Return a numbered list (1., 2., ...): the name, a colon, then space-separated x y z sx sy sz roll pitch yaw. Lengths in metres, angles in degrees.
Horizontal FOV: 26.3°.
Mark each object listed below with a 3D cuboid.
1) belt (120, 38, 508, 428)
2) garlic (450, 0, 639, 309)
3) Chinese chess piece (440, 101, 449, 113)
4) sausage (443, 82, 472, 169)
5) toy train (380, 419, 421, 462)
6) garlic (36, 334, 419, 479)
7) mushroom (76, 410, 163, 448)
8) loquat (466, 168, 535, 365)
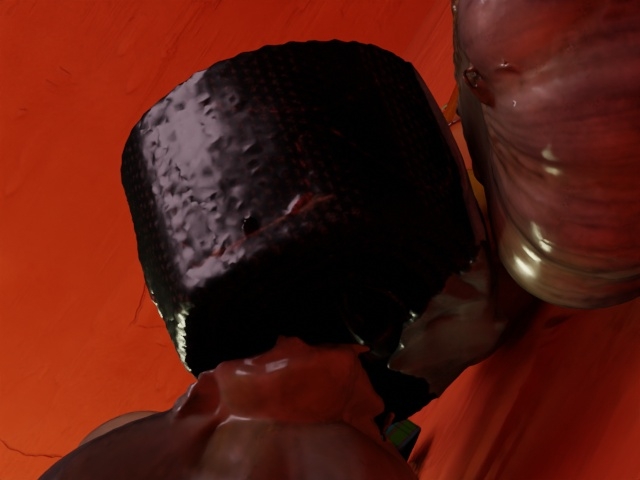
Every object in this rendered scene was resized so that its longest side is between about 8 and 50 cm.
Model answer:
1. belt: 0.000 0.000 0.779 0.184 0.164 0.289 -25 -28 3
2. garlic: 0.149 -0.092 0.710 0.160 0.245 0.245 -15 10 3
3. Chinese chess piece: 0.108 -0.043 1.352 0.188 0.083 0.188 -54 4 6
4. sausage: 0.172 -0.142 1.261 0.093 0.093 0.312 -54 5 35
5. toy train: -0.008 0.182 0.907 0.209 0.042 0.044 -37 -26 -45
6. garlic: -0.053 0.197 0.695 0.210 0.237 0.292 79 -158 -66
7. mushroom: -0.137 0.270 1.225 0.246 0.202 0.246 -9 -90 -80
8. loquat: 0.095 0.019 0.933 0.137 0.113 0.137 -159 90 -75
